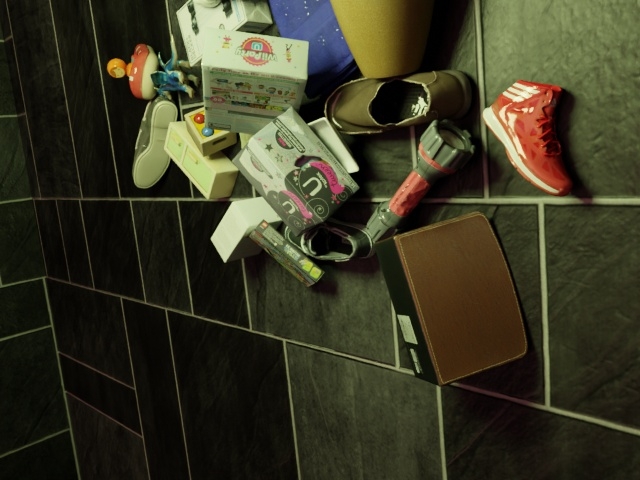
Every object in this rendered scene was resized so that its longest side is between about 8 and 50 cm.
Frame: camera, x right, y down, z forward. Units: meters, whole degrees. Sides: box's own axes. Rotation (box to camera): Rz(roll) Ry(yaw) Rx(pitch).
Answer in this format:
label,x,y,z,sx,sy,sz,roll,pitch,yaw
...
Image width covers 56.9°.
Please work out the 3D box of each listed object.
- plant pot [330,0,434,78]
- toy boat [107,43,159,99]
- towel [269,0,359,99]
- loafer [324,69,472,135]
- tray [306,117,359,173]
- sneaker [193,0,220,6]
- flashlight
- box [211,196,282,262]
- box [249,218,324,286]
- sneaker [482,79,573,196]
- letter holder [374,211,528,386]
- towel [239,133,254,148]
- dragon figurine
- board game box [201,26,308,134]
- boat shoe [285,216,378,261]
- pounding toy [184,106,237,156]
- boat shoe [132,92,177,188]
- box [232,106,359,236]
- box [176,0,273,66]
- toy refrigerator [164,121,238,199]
label,x,y,z,sx,sy,sz,roll,pitch,yaw
plant pot,0.125,-0.457,1.156,0.237,0.237,0.254,13,122,44
toy boat,-0.597,-0.539,1.877,0.231,0.151,0.151,-126,43,-55
towel,0.000,-0.514,1.366,0.227,0.076,0.308,-27,83,43
loafer,0.130,-0.296,1.241,0.366,0.130,0.134,0,100,46
tray,-0.013,-0.216,1.427,0.145,0.030,0.270,53,154,-19
sneaker,-0.276,-0.631,1.473,0.212,0.094,0.080,13,111,44
flashlight,0.194,-0.108,1.222,0.304,0.103,0.103,-55,34,41
box,-0.208,-0.032,1.666,0.091,0.130,0.170,56,133,20
box,-0.089,0.035,1.532,0.207,0.036,0.114,41,164,-3
sneaker,0.389,-0.191,1.034,0.221,0.087,0.128,55,135,19
letter holder,0.269,0.113,1.215,0.152,0.214,0.302,150,104,-79
towel,-0.182,-0.250,1.656,0.110,0.027,0.148,4,104,45
dragon figurine,-0.447,-0.496,1.742,0.144,0.289,0.085,14,77,9
board game box,-0.157,-0.351,1.370,0.303,0.224,0.098,126,148,-73
boat shoe,0.000,0.000,1.477,0.301,0.102,0.108,13,110,44
pounding toy,-0.305,-0.341,1.694,0.130,0.141,0.100,57,162,19
boat shoe,-0.554,-0.333,1.974,0.095,0.112,0.335,57,131,43
box,-0.061,-0.155,1.385,0.247,0.142,0.163,49,153,-7
box,-0.266,-0.603,1.603,0.290,0.087,0.169,-14,90,47
toy refrigerator,-0.371,-0.248,1.804,0.269,0.094,0.102,47,130,28
